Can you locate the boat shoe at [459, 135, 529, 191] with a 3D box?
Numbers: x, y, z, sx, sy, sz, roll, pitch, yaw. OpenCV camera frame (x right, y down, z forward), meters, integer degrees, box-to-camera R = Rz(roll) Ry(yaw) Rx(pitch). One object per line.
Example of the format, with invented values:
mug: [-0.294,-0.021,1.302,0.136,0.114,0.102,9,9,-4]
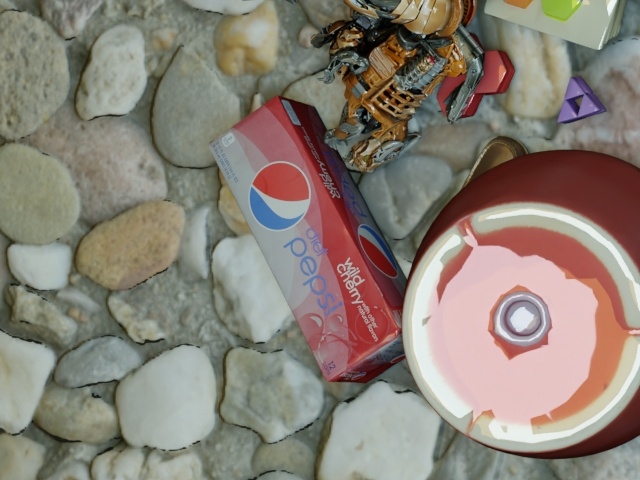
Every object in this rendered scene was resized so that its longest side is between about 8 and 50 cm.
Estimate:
boat shoe: [0.143,-0.009,1.760,0.064,0.060,0.178,21,95,27]

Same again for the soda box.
soda box: [0.000,0.000,1.818,0.092,0.083,0.263,-34,71,20]

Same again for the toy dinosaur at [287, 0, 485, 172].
toy dinosaur: [0.071,-0.227,1.773,0.218,0.164,0.322,32,96,18]

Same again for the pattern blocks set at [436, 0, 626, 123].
pattern blocks set: [0.220,-0.265,1.730,0.285,0.026,0.324,5,88,40]

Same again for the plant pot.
plant pot: [0.182,0.060,1.599,0.275,0.243,0.275,1,92,14]
